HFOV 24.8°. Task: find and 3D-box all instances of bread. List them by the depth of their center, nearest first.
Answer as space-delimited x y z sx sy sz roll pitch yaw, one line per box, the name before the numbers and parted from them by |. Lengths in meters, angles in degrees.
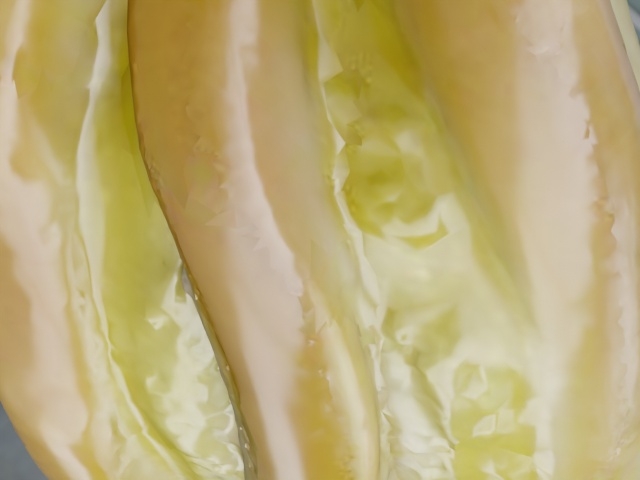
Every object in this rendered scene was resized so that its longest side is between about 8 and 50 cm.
bread | 0.000 0.000 0.516 0.211 0.270 0.315 -49 145 -34
